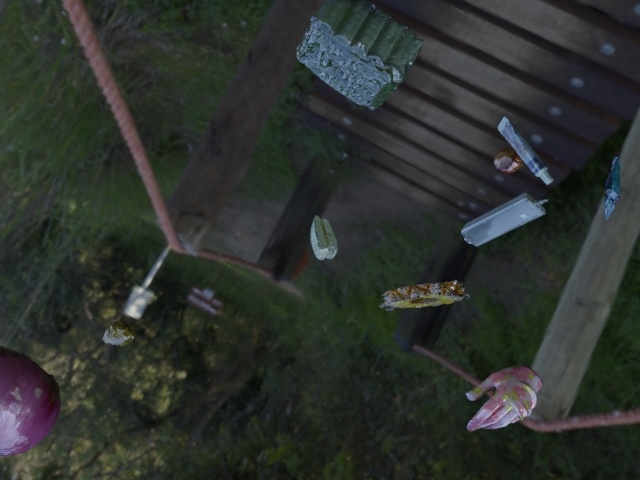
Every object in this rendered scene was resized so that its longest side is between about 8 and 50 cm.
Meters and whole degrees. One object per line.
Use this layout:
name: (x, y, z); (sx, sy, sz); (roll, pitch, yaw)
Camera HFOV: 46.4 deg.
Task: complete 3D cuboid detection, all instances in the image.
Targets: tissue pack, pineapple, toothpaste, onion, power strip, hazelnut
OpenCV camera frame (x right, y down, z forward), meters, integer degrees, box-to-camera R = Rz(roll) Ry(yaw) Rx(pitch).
tissue pack: (0.692, -0.128, 1.775); (0.028, 0.138, 0.085); (14, 145, 9)
pineapple: (0.238, 0.128, 1.757); (0.221, 0.047, 0.221); (-6, 167, -1)
toothpaste: (0.544, -0.236, 1.983); (0.216, 0.037, 0.062); (57, 159, 17)
onion: (-0.801, 0.387, 1.725); (0.358, 0.344, 0.358); (29, 171, 5)
power strip: (0.409, -0.048, 1.648); (0.060, 0.027, 0.253); (38, 145, -14)
hazelnut: (0.544, -0.227, 2.153); (0.086, 0.086, 0.086); (29, 172, 5)

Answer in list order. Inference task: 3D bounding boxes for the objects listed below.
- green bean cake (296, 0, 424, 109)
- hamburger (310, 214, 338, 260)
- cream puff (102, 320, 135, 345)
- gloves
green bean cake: (0.056, -0.300, 1.196); (0.173, 0.094, 0.181); (34, 168, -8)
hamburger: (0.003, 0.000, 1.947); (0.054, 0.121, 0.084); (-11, 154, -14)
cream puff: (-0.506, 0.231, 1.880); (0.083, 0.058, 0.083); (5, 150, 8)
gloves: (0.511, 0.456, 2.100); (0.126, 0.241, 0.145); (7, 133, 56)
